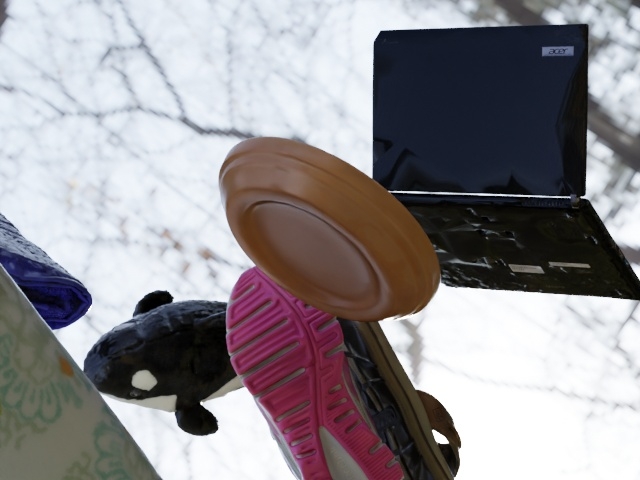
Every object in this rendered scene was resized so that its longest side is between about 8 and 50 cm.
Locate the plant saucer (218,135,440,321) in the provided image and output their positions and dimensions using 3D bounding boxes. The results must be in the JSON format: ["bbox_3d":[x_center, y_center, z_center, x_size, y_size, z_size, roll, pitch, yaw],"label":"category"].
[{"bbox_3d":[0.000,0.000,1.419,0.037,0.200,0.200,-55,-26,-28],"label":"plant saucer"}]

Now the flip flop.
[{"bbox_3d":[0.084,0.177,1.674,0.080,0.277,0.112,-19,-8,-37],"label":"flip flop"}]

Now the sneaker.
[{"bbox_3d":[-0.014,0.141,1.596,0.103,0.252,0.111,-22,-5,-8],"label":"sneaker"}]

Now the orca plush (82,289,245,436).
[{"bbox_3d":[-0.085,0.109,1.755,0.287,0.151,0.102,16,-35,-33],"label":"orca plush"}]

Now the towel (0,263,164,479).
[{"bbox_3d":[-0.329,0.203,1.315,0.374,0.090,0.320,-39,-64,-11],"label":"towel"}]

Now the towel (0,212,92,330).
[{"bbox_3d":[-0.380,-0.009,1.726,0.228,0.308,0.076,25,-83,-41],"label":"towel"}]

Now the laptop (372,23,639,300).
[{"bbox_3d":[0.183,-0.071,1.732,0.264,0.234,0.136,50,-125,-43],"label":"laptop"}]
